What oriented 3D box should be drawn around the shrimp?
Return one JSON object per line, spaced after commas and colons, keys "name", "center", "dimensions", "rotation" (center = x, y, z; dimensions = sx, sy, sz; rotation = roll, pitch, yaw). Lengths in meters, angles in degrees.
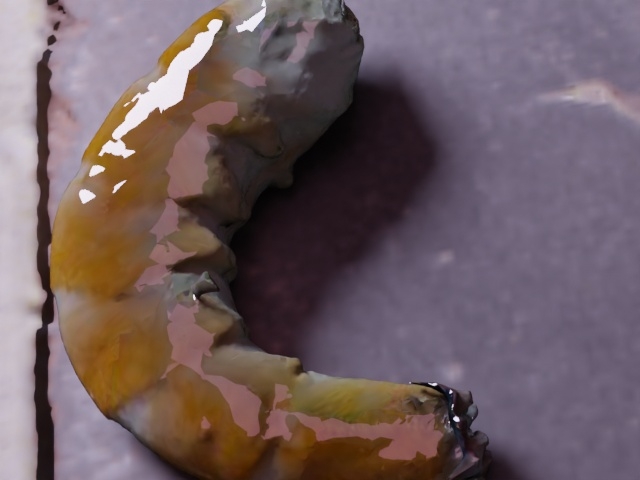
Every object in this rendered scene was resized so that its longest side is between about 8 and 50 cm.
{"name": "shrimp", "center": [0.000, 0.000, 0.581], "dimensions": [0.166, 0.049, 0.161], "rotation": [30, 74, 26]}
